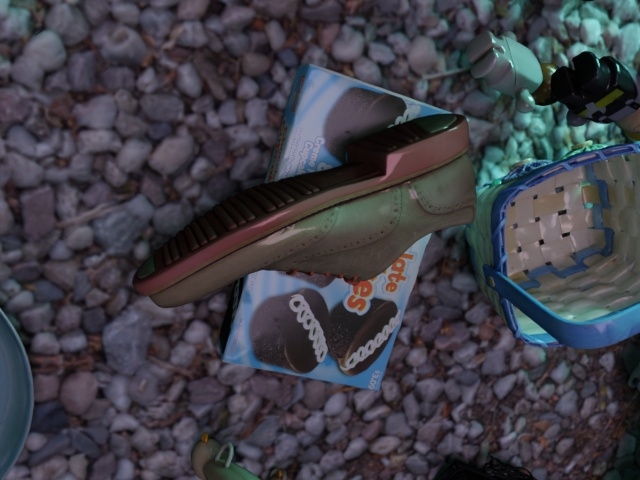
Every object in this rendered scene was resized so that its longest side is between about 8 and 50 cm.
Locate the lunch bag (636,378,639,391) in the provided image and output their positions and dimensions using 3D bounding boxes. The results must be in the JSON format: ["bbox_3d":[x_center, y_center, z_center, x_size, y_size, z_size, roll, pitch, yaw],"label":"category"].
[{"bbox_3d":[0.536,0.177,0.857,0.218,0.090,0.176,13,127,-32],"label":"lunch bag"}]

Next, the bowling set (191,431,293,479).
[{"bbox_3d":[-0.045,0.363,0.774,0.199,0.154,0.287,-1,102,-35],"label":"bowling set"}]

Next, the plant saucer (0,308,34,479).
[{"bbox_3d":[-0.445,0.148,0.643,0.317,0.043,0.318,-3,104,-14],"label":"plant saucer"}]

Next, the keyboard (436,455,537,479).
[{"bbox_3d":[0.242,0.332,0.894,0.192,0.038,0.100,27,117,-21],"label":"keyboard"}]

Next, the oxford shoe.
[{"bbox_3d":[0.000,0.000,0.631,0.348,0.123,0.130,-23,111,-6],"label":"oxford shoe"}]

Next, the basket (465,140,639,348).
[{"bbox_3d":[0.285,0.009,0.685,0.254,0.289,0.201,-18,111,-12],"label":"basket"}]

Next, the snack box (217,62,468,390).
[{"bbox_3d":[0.022,-0.007,0.729,0.187,0.060,0.322,14,98,-18],"label":"snack box"}]

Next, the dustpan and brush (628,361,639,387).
[{"bbox_3d":[0.494,0.118,0.903,0.147,0.060,0.211,38,84,-10],"label":"dustpan and brush"}]

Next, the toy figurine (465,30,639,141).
[{"bbox_3d":[0.277,-0.221,0.677,0.148,0.213,0.210,10,103,-34],"label":"toy figurine"}]
